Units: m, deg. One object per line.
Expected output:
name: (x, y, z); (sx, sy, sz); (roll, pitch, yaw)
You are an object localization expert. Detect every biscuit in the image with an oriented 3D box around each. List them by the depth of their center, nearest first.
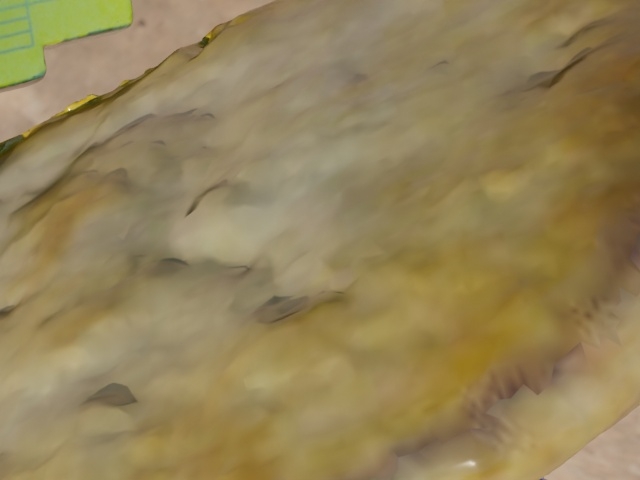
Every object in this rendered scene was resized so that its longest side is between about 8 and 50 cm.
biscuit: (0.001, 0.001, 0.972); (0.446, 0.429, 0.104); (-28, 122, 4)

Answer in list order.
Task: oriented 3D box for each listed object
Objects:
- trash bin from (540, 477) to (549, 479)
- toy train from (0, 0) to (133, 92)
trash bin: (0.135, 0.270, 1.611); (0.184, 0.234, 0.162); (-24, 78, 15)
toy train: (-0.340, -0.232, 1.565); (0.442, 0.179, 0.272); (-18, 107, -40)
